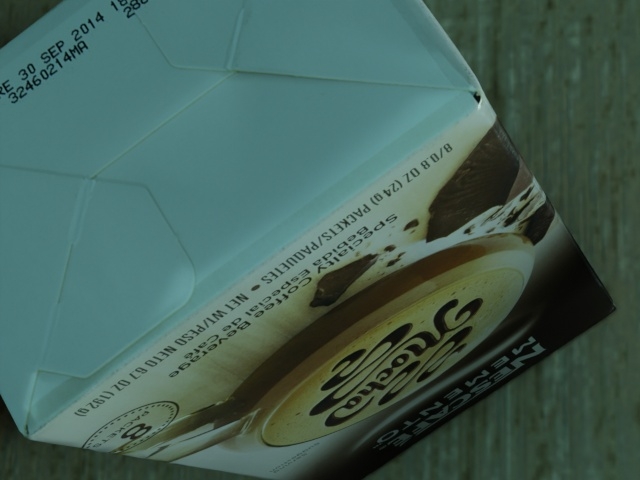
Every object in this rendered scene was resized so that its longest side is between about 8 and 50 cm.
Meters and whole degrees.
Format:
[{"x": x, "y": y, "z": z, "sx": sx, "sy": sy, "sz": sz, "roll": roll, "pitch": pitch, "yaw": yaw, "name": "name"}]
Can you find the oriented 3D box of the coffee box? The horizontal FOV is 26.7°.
[{"x": 0.000, "y": 0.000, "z": 0.528, "sx": 0.168, "sy": 0.297, "sz": 0.119, "roll": -36, "pitch": 68, "yaw": 8, "name": "coffee box"}]
